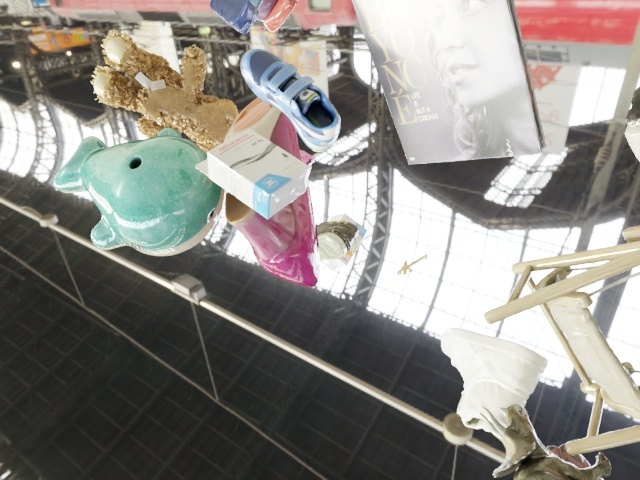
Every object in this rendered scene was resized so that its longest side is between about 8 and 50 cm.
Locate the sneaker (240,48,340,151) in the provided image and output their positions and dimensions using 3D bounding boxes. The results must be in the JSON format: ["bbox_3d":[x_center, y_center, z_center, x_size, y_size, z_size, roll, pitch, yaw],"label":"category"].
[{"bbox_3d":[-0.029,-0.167,0.524,0.053,0.144,0.059,-49,-173,-11],"label":"sneaker"}]

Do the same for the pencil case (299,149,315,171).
[{"bbox_3d":[-0.086,-0.139,1.218,0.095,0.209,0.098,22,-171,6],"label":"pencil case"}]

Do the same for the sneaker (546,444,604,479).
[{"bbox_3d":[0.687,0.691,1.332,0.281,0.106,0.162,-6,-124,-35],"label":"sneaker"}]

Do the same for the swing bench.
[{"bbox_3d":[0.412,0.133,0.615,0.254,0.253,0.165,-27,-173,44],"label":"swing bench"}]

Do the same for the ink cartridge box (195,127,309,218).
[{"bbox_3d":[-0.056,-0.059,0.370,0.083,0.028,0.048,34,-128,19],"label":"ink cartridge box"}]

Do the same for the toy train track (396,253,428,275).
[{"bbox_3d":[0.199,0.054,0.991,0.083,0.014,0.048,-37,-158,34],"label":"toy train track"}]

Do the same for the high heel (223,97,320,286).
[{"bbox_3d":[-0.069,-0.100,0.771,0.127,0.181,0.377,-20,-137,23],"label":"high heel"}]

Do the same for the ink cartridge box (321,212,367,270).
[{"bbox_3d":[0.050,0.008,1.330,0.143,0.092,0.090,-60,-161,-17],"label":"ink cartridge box"}]

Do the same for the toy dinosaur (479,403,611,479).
[{"bbox_3d":[0.322,0.358,0.612,0.160,0.121,0.313,0,-163,7],"label":"toy dinosaur"}]

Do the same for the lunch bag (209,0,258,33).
[{"bbox_3d":[-0.184,-0.505,1.011,0.098,0.067,0.065,43,-167,14],"label":"lunch bag"}]

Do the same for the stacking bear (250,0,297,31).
[{"bbox_3d":[-0.202,-0.652,1.107,0.289,0.164,0.175,24,-123,-26],"label":"stacking bear"}]

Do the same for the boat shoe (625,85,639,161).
[{"bbox_3d":[0.554,-0.083,0.601,0.127,0.340,0.158,-60,-155,-10],"label":"boat shoe"}]

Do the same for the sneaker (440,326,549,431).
[{"bbox_3d":[0.296,0.272,0.903,0.108,0.169,0.292,30,169,-8],"label":"sneaker"}]

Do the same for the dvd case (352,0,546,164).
[{"bbox_3d":[0.120,-0.182,0.460,0.018,0.221,0.164,-38,-154,-30],"label":"dvd case"}]

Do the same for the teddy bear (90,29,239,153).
[{"bbox_3d":[-0.355,-0.340,1.073,0.338,0.245,0.113,10,-158,-10],"label":"teddy bear"}]

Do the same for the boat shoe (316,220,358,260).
[{"bbox_3d":[0.000,0.000,1.019,0.068,0.081,0.227,-45,-159,-25],"label":"boat shoe"}]

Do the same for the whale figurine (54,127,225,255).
[{"bbox_3d":[-0.277,-0.091,0.673,0.272,0.141,0.216,23,-108,16],"label":"whale figurine"}]
